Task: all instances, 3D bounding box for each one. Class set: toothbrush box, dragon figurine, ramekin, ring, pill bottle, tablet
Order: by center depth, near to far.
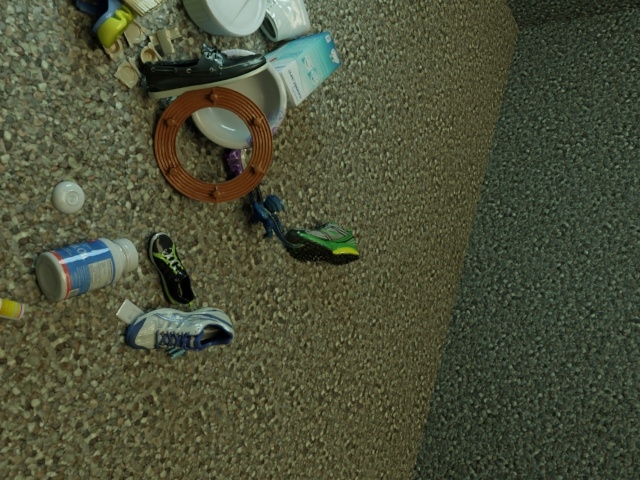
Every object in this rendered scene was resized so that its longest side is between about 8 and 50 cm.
[{"bbox_3d":[-0.725,0.155,1.396,0.083,0.044,0.043,28,70,-50],"label":"pill bottle"},{"bbox_3d":[-0.573,0.062,1.519,0.222,0.124,0.124,-22,109,-50],"label":"pill bottle"},{"bbox_3d":[-0.522,0.204,1.688,0.083,0.006,0.054,51,55,-40],"label":"tablet"},{"bbox_3d":[-0.302,-0.268,1.745,0.337,0.032,0.336,-3,106,-12],"label":"ring"},{"bbox_3d":[-0.294,-0.737,1.816,0.273,0.127,0.272,-4,95,-52],"label":"ramekin"},{"bbox_3d":[-0.168,-0.088,1.964,0.085,0.289,0.144,-28,145,-26],"label":"dragon figurine"},{"bbox_3d":[-0.104,-0.549,2.000,0.295,0.217,0.126,-52,129,-35],"label":"toothbrush box"}]

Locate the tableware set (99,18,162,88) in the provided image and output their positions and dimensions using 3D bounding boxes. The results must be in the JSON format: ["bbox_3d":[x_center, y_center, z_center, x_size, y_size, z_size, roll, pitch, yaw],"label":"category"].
[{"bbox_3d":[-0.507,-0.505,1.641,0.168,0.020,0.141,-54,130,-29],"label":"tableware set"}]

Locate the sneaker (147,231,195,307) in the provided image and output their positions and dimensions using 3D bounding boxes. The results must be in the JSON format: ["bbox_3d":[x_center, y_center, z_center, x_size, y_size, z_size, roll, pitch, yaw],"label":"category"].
[{"bbox_3d":[-0.411,0.081,1.747,0.084,0.097,0.234,-38,121,-44],"label":"sneaker"}]

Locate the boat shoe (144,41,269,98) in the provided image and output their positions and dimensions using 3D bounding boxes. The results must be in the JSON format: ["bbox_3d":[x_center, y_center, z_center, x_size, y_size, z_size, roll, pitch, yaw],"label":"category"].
[{"bbox_3d":[-0.315,-0.476,1.657,0.127,0.341,0.113,-84,162,-63],"label":"boat shoe"}]

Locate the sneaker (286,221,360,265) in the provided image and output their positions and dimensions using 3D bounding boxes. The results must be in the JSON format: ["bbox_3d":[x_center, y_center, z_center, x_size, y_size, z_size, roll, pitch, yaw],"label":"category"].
[{"bbox_3d":[0.000,0.000,2.269,0.344,0.134,0.146,13,57,-48],"label":"sneaker"}]

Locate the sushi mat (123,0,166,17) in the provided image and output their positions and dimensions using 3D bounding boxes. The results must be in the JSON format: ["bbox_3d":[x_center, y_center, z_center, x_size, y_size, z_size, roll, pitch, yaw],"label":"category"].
[{"bbox_3d":[-0.511,-0.700,1.507,0.316,0.019,0.151,42,59,-12],"label":"sushi mat"}]

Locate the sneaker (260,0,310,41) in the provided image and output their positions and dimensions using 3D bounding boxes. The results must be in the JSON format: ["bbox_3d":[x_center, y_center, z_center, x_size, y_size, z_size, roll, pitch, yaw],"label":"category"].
[{"bbox_3d":[-0.153,-0.803,2.008,0.169,0.108,0.292,-29,103,-34],"label":"sneaker"}]

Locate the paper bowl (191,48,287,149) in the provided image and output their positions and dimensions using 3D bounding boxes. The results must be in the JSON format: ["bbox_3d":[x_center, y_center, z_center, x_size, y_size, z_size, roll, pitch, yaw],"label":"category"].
[{"bbox_3d":[-0.243,-0.418,1.819,0.148,0.285,0.284,-109,-170,-75],"label":"paper bowl"}]

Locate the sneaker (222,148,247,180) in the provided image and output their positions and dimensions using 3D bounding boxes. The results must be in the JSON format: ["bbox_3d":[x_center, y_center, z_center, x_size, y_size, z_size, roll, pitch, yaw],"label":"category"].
[{"bbox_3d":[-0.278,-0.246,1.939,0.071,0.068,0.169,1,83,-37],"label":"sneaker"}]

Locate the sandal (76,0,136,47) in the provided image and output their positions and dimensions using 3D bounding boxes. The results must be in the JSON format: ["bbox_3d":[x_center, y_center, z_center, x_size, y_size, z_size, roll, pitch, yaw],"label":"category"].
[{"bbox_3d":[-0.507,-0.642,1.564,0.138,0.126,0.317,38,53,-19],"label":"sandal"}]

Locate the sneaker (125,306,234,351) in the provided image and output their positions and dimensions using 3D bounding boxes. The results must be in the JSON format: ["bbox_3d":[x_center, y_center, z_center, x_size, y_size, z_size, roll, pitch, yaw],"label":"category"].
[{"bbox_3d":[-0.384,0.255,1.705,0.297,0.131,0.111,-8,113,-26],"label":"sneaker"}]

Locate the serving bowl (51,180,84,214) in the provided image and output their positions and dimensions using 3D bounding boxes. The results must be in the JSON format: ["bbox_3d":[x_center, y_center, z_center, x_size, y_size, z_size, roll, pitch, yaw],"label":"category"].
[{"bbox_3d":[-0.622,-0.106,1.522,0.083,0.027,0.083,-7,99,-51],"label":"serving bowl"}]

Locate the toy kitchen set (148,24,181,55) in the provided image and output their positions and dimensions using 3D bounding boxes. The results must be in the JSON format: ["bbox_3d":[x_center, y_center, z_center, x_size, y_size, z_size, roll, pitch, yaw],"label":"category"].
[{"bbox_3d":[-0.433,-0.561,1.729,0.083,0.075,0.068,-21,111,-7],"label":"toy kitchen set"}]

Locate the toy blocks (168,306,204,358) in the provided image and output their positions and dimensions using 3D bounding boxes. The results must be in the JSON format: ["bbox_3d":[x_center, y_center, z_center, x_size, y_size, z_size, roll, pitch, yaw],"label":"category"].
[{"bbox_3d":[-0.394,0.278,1.818,0.148,0.054,0.123,-26,113,-48],"label":"toy blocks"}]
